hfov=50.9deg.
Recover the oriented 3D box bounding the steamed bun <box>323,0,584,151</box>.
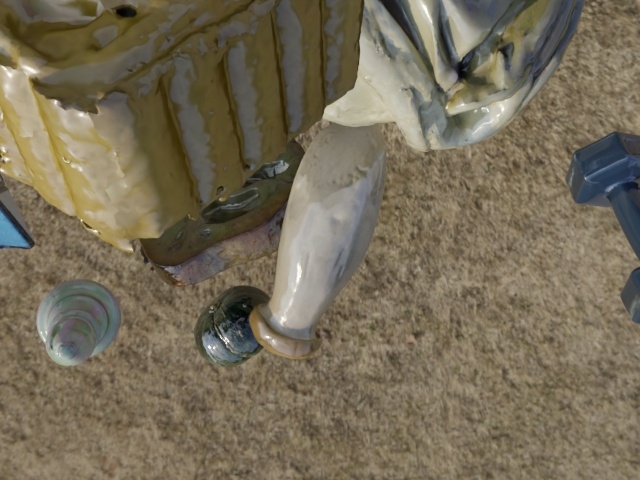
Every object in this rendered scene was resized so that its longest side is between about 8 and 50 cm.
[{"bbox_3d":[0.133,-0.270,0.721,0.352,0.247,0.339,23,88,-28],"label":"steamed bun"}]

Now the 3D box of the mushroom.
[{"bbox_3d":[0.000,0.000,0.908,0.128,0.128,0.350,19,107,-11],"label":"mushroom"}]

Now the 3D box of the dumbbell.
[{"bbox_3d":[0.526,-0.025,1.103,0.143,0.316,0.156,-13,148,1],"label":"dumbbell"}]

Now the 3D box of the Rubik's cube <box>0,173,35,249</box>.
[{"bbox_3d":[-0.502,-0.110,0.810,0.228,0.229,0.233,11,98,28],"label":"Rubik's cube"}]

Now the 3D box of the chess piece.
[{"bbox_3d":[-0.392,0.143,1.068,0.139,0.271,0.139,-1,95,-15],"label":"chess piece"}]

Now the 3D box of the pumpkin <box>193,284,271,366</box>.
[{"bbox_3d":[-0.178,0.183,1.428,0.190,0.190,0.146,-21,116,10],"label":"pumpkin"}]

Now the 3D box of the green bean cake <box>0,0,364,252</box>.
[{"bbox_3d":[-0.113,-0.130,0.395,0.224,0.229,0.131,32,146,21],"label":"green bean cake"}]

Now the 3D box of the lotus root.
[{"bbox_3d":[-0.204,-0.072,1.290,0.390,0.375,0.111,4,142,23],"label":"lotus root"}]
